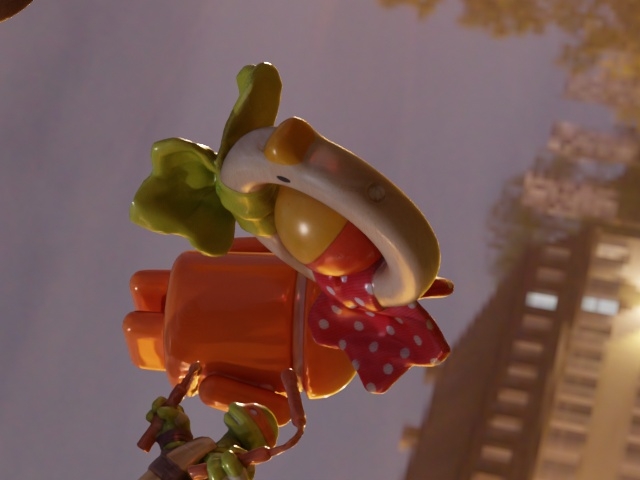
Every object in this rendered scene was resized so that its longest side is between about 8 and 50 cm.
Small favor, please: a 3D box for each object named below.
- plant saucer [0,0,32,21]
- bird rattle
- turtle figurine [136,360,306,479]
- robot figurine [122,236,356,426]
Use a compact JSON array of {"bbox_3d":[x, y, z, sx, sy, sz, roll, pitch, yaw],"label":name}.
[{"bbox_3d":[-0.309,-0.268,1.536,0.029,0.168,0.168,5,-85,-84],"label":"plant saucer"},{"bbox_3d":[0.000,0.000,1.223,0.143,0.253,0.207,-46,7,-20],"label":"bird rattle"},{"bbox_3d":[-0.108,0.173,1.213,0.087,0.217,0.269,58,166,-15],"label":"turtle figurine"},{"bbox_3d":[-0.054,0.074,1.516,0.158,0.219,0.128,-74,-15,-73],"label":"robot figurine"}]
